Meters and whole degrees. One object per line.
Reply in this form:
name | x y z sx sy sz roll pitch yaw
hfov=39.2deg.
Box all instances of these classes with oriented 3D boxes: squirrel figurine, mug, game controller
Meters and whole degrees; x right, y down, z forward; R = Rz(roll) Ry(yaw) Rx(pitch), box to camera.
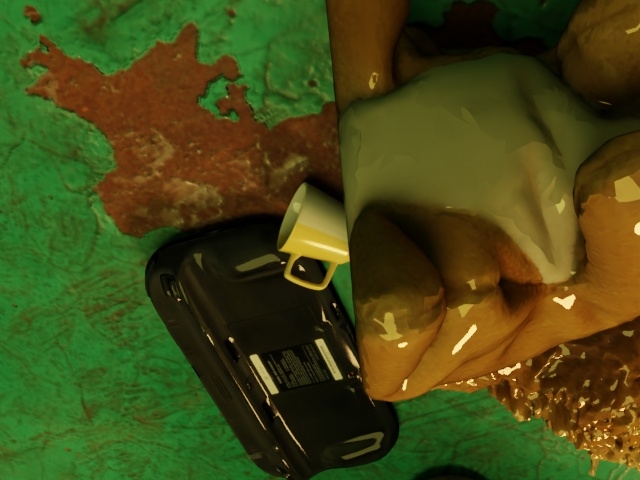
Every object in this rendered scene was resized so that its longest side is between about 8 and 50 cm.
squirrel figurine | 0.204 -0.009 0.622 0.370 0.281 0.397 -6 147 2
mug | 0.001 -0.003 0.771 0.064 0.062 0.078 21 108 -13
game controller | -0.040 0.118 0.887 0.166 0.067 0.319 -20 122 10

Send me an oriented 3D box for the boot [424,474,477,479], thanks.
boot | 0.215 0.453 0.924 0.138 0.284 0.377 -32 113 33
